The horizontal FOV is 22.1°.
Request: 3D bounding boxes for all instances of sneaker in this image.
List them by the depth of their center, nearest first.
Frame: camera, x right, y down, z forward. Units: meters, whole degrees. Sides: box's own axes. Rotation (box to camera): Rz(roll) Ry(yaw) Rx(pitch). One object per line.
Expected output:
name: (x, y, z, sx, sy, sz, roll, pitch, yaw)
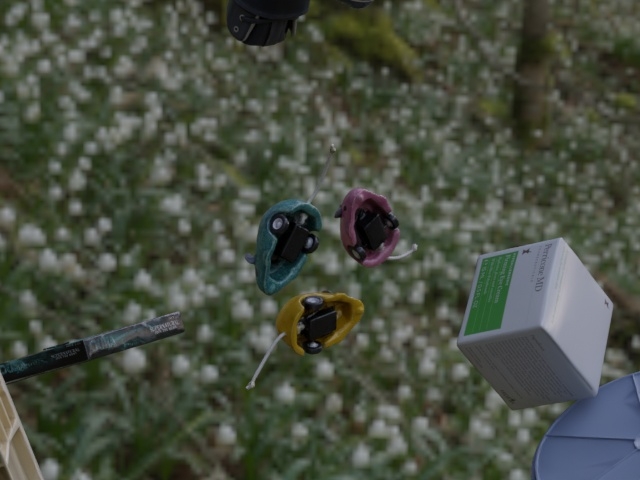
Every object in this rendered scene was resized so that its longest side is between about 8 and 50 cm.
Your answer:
sneaker: (-0.018, -0.245, 1.620, 0.086, 0.163, 0.226, -5, 38, -30)

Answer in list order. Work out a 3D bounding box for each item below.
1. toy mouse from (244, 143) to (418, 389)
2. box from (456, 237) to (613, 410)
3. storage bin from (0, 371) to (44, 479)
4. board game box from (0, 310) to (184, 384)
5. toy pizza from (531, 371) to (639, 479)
toy mouse: (0.000, 0.000, 1.054, 0.161, 0.143, 0.031, -25, 34, -34)
box: (0.183, 0.072, 1.386, 0.087, 0.102, 0.101, -13, 42, 35)
storage bin: (-0.345, 0.126, 1.070, 0.262, 0.260, 0.123, -19, 17, -4)
board game box: (-0.248, 0.116, 1.764, 0.126, 0.026, 0.186, -17, -2, 27)
toy pizza: (0.267, 0.170, 1.303, 0.201, 0.032, 0.201, -19, 27, 10)
